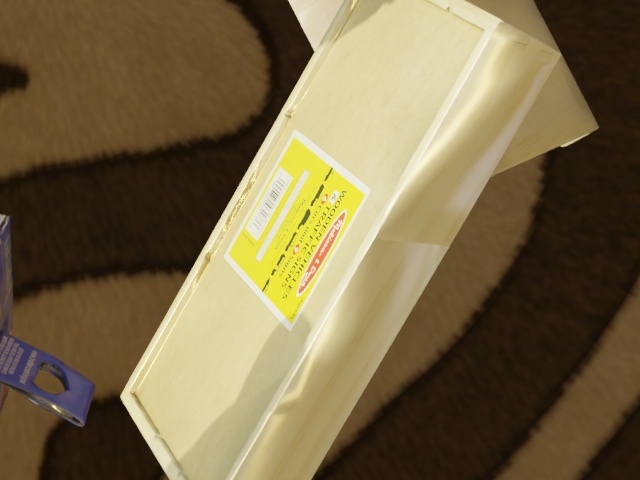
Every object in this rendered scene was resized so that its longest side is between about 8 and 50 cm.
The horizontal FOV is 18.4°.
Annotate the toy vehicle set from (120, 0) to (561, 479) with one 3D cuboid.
[{"bbox_3d":[0.000,0.000,0.948,0.035,0.166,0.267,27,98,-25],"label":"toy vehicle set"}]

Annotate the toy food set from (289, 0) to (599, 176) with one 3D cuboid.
[{"bbox_3d":[0.099,-0.150,1.623,0.092,0.306,0.220,-28,88,34],"label":"toy food set"}]

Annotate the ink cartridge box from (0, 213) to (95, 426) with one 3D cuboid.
[{"bbox_3d":[-0.352,0.069,1.322,0.395,0.270,0.151,0,101,-3],"label":"ink cartridge box"}]
